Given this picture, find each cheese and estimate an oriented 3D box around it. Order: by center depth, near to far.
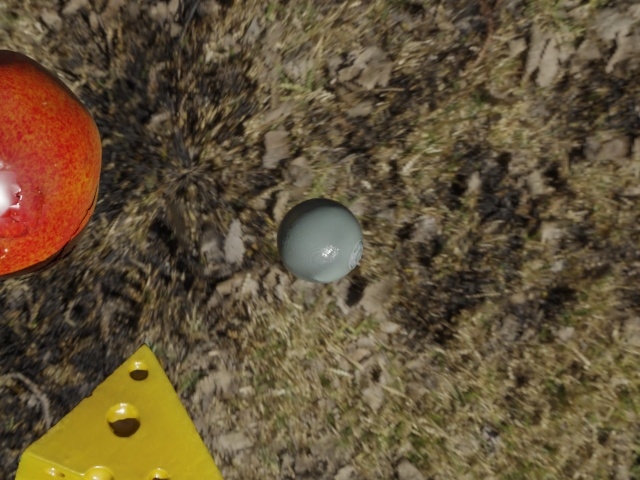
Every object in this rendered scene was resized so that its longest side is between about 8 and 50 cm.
[{"bbox_3d":[-0.121,0.186,0.722,0.171,0.093,0.126,42,53,4],"label":"cheese"}]

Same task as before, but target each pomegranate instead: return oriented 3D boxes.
[{"bbox_3d":[-0.288,-0.071,0.841,0.210,0.235,0.210,7,123,11],"label":"pomegranate"}]

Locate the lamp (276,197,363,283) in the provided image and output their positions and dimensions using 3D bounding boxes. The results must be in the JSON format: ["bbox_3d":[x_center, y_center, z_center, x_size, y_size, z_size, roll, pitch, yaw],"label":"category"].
[{"bbox_3d":[0.000,0.000,1.134,0.105,0.105,0.105,-1,94,-8],"label":"lamp"}]
